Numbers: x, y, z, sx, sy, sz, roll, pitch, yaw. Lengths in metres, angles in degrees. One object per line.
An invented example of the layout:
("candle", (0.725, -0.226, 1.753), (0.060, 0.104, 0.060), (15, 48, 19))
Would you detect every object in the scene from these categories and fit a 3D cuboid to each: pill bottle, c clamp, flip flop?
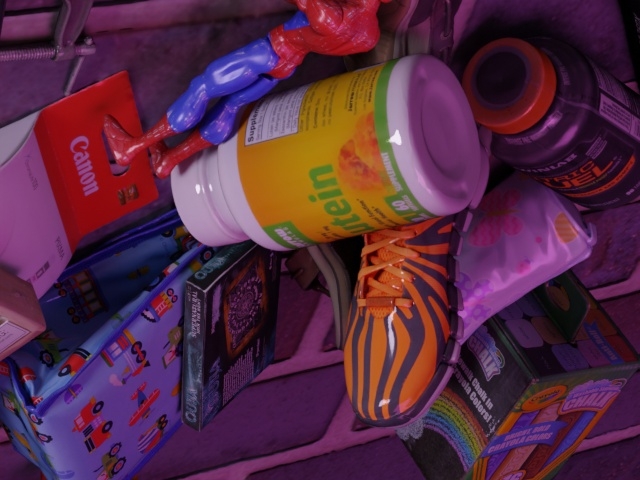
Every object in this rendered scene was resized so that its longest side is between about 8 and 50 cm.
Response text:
("pill bottle", (0.000, -0.066, 1.524), (0.246, 0.136, 0.136), (-13, 160, 30))
("c clamp", (-0.235, -0.155, 1.368), (0.161, 0.022, 0.137), (-5, 141, -38))
("flip flop", (0.000, 0.000, 1.741), (0.277, 0.080, 0.112), (66, 39, -48))
("pill bottle", (0.231, -0.120, 1.747), (0.130, 0.130, 0.246), (-45, 147, 16))

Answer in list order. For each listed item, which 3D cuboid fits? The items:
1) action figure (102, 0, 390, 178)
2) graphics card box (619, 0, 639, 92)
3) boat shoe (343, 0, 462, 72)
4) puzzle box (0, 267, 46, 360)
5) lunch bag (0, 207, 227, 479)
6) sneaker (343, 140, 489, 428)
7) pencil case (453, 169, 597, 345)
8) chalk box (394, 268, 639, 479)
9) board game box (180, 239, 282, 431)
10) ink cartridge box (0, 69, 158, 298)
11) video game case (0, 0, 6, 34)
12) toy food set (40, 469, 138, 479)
("action figure", (-0.058, -0.175, 1.457), (0.280, 0.139, 0.091), (-27, 159, 26))
("graphics card box", (0.423, -0.238, 1.798), (0.233, 0.094, 0.371), (-33, 150, 0))
("boat shoe", (0.074, -0.216, 1.508), (0.092, 0.103, 0.285), (-29, 152, -18))
("puzzle box", (-0.460, 0.119, 1.451), (0.409, 0.052, 0.272), (-35, 146, 15))
("lunch bag", (-0.165, 0.093, 1.691), (0.293, 0.138, 0.221), (-36, 148, -19))
("sneaker", (0.054, 0.002, 1.653), (0.125, 0.321, 0.180), (-3, 154, 30))
("pencil case", (0.158, 0.039, 1.901), (0.273, 0.124, 0.113), (-40, 148, 8))
("chalk box", (0.224, 0.135, 2.036), (0.179, 0.180, 0.289), (-4, 139, -39))
("board game box", (-0.084, 0.077, 1.689), (0.126, 0.026, 0.186), (-42, 149, -41))
("ink cartridge box", (-0.245, -0.023, 1.513), (0.232, 0.066, 0.189), (-23, 147, -11))
("video game case", (-0.296, -0.236, 1.077), (0.275, 0.035, 0.248), (4, 99, -45))
("toy food set", (-0.293, 0.283, 1.873), (0.232, 0.104, 0.111), (-5, 155, -11))
